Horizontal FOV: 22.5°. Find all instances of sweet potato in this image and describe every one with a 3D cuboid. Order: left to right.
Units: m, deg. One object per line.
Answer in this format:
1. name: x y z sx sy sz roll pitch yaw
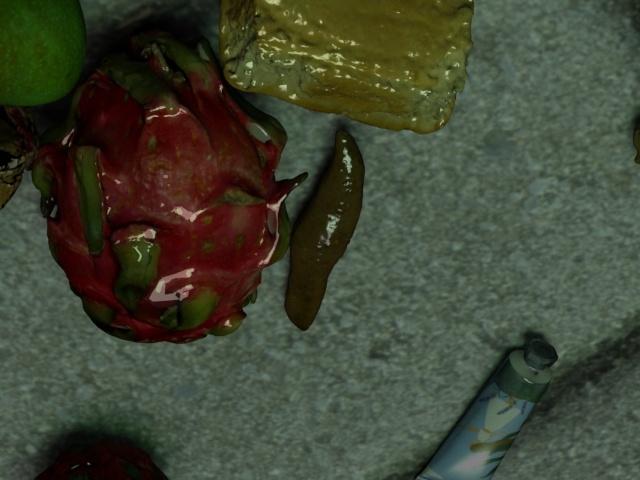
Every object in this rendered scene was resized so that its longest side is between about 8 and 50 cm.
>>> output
1. sweet potato: 0.000 0.000 1.690 0.067 0.067 0.274 8 128 -12

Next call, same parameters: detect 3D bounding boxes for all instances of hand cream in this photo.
1. hand cream: 0.201 0.213 1.872 0.088 0.055 0.256 19 127 -14

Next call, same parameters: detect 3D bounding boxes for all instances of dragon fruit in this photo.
1. dragon fruit: -0.248 0.316 1.813 0.182 0.182 0.189 1 115 -8
2. dragon fruit: -0.150 -0.045 1.542 0.231 0.237 0.303 -18 109 -23

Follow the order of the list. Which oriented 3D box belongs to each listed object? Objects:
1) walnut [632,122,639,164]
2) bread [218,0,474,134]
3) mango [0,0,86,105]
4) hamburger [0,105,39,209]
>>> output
1. walnut: 0.367 -0.102 1.656 0.096 0.082 0.079 -26 95 12
2. bread: 0.031 -0.199 1.492 0.245 0.121 0.174 11 84 -20
3. mango: -0.381 -0.224 1.395 0.381 0.225 0.201 23 145 -21
4. hamburger: -0.371 -0.096 1.482 0.231 0.231 0.107 15 123 -16
